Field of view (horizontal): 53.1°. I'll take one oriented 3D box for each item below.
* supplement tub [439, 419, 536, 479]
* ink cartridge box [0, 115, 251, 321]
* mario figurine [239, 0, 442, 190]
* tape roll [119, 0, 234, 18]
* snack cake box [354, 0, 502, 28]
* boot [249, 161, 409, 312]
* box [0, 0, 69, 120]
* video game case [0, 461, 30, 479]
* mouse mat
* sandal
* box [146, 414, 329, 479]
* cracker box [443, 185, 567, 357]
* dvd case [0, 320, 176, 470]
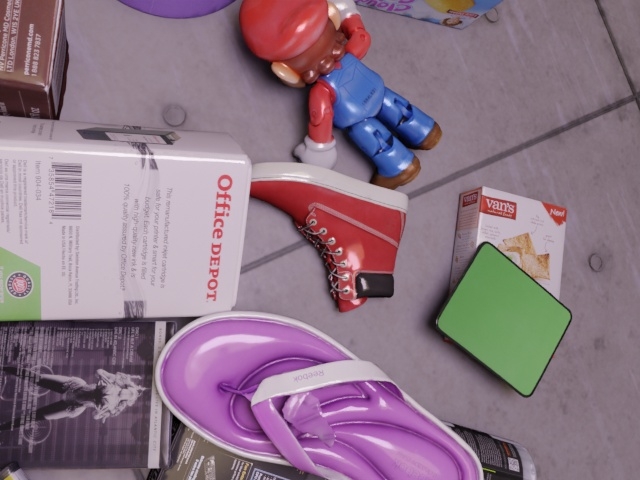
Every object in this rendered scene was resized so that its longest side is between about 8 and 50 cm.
[{"bbox_3d":[0.183,0.310,0.867,0.190,0.117,0.117,21,77,-17],"label":"supplement tub"},{"bbox_3d":[-0.230,-0.022,0.716,0.273,0.115,0.198,1,113,-21],"label":"ink cartridge box"},{"bbox_3d":[0.013,-0.217,0.889,0.320,0.170,0.198,43,35,-22],"label":"mario figurine"},{"bbox_3d":[-0.195,-0.438,0.833,0.275,0.090,0.274,2,83,-21],"label":"tape roll"},{"bbox_3d":[0.132,-0.395,0.914,0.264,0.152,0.089,6,82,-19],"label":"snack cake box"},{"bbox_3d":[0.000,0.000,0.856,0.244,0.088,0.176,14,80,-22],"label":"boot"},{"bbox_3d":[-0.466,-0.217,0.651,0.382,0.191,0.143,7,81,-19],"label":"box"},{"bbox_3d":[-0.352,0.413,0.646,0.275,0.035,0.248,-39,89,-14],"label":"video game case"},{"bbox_3d":[0.264,0.112,0.908,0.190,0.007,0.152,39,74,-13],"label":"mouse mat"},{"bbox_3d":[0.018,0.199,0.726,0.416,0.102,0.169,26,78,-10],"label":"sandal"},{"bbox_3d":[-0.084,0.302,0.791,0.242,0.076,0.307,24,76,-16],"label":"box"},{"bbox_3d":[0.279,0.049,0.960,0.156,0.067,0.232,11,79,-19],"label":"cracker box"},{"bbox_3d":[-0.279,0.173,0.727,0.221,0.018,0.164,0,76,-4],"label":"dvd case"}]
